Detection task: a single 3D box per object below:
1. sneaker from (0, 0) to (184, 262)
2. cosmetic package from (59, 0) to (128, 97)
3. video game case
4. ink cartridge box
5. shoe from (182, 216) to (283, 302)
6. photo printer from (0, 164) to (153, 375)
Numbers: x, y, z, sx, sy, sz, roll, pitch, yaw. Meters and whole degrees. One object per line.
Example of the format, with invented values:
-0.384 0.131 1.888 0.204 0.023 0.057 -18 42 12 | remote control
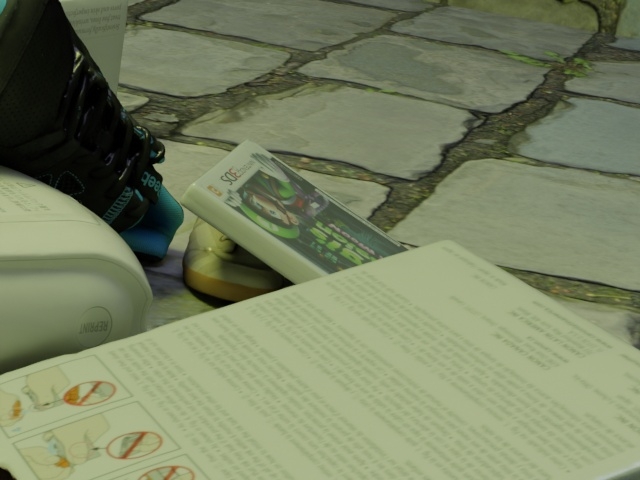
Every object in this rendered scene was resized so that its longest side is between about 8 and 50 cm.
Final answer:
-0.173 -0.085 1.296 0.140 0.125 0.341 22 -16 11 | sneaker
-0.299 -0.169 1.699 0.184 0.151 0.151 16 18 26 | cosmetic package
0.000 0.000 1.349 0.190 0.022 0.173 35 18 1 | video game case
-0.015 0.130 0.963 0.385 0.091 0.308 -18 25 -20 | ink cartridge box
-0.066 -0.005 1.404 0.076 0.058 0.219 6 16 -7 | shoe
-0.273 0.019 1.124 0.307 0.107 0.256 -2 17 -35 | photo printer
